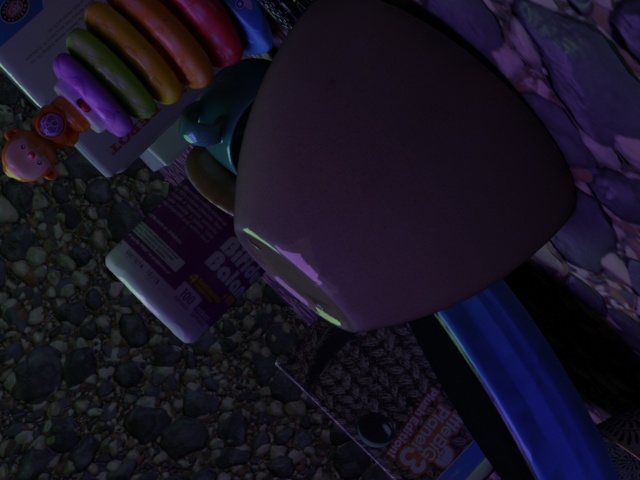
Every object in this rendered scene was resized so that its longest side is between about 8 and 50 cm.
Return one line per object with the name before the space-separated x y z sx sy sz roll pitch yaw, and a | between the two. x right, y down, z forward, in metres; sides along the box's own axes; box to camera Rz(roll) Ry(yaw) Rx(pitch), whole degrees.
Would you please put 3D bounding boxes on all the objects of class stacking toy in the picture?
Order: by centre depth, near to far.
stacking toy | -0.211 -0.173 1.079 0.175 0.302 0.166 48 171 -20

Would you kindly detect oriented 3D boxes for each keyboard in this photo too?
keyboard | -0.033 -0.217 0.983 0.180 0.023 0.108 45 171 -12

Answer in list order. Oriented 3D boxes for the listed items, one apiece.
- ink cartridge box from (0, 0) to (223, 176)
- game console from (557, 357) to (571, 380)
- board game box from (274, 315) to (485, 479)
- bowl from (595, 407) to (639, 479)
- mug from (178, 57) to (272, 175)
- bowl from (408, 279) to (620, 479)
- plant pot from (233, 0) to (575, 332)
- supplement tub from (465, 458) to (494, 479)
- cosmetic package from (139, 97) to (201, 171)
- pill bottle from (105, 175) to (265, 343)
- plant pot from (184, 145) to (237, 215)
ink cartridge box | -0.280 -0.260 1.248 0.129 0.223 0.307 38 169 41
game console | 0.279 0.191 1.316 0.107 0.071 0.122 38 169 34
board game box | 0.119 0.186 1.461 0.291 0.232 0.141 43 177 3
bowl | 0.358 0.223 1.073 0.170 0.080 0.170 43 171 9
mug | -0.081 -0.143 1.174 0.097 0.129 0.158 40 -176 40
bowl | 0.198 0.163 1.196 0.391 0.077 0.391 60 176 7
plant pot | 0.039 -0.036 0.879 0.284 0.191 0.284 38 168 10
supplement tub | 0.228 0.371 2.000 0.193 0.193 0.316 43 171 6
cosmetic package | -0.286 -0.236 1.676 0.224 0.138 0.225 46 170 -11
pill bottle | -0.129 -0.020 1.429 0.169 0.301 0.169 43 172 7
plant pot | -0.044 -0.077 1.268 0.236 0.032 0.236 16 -153 -9
